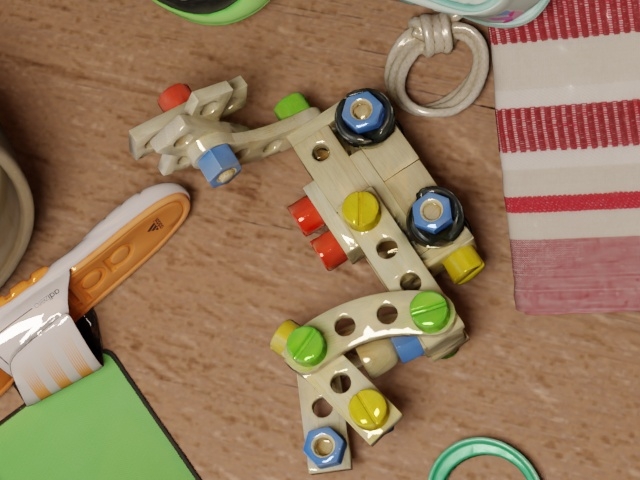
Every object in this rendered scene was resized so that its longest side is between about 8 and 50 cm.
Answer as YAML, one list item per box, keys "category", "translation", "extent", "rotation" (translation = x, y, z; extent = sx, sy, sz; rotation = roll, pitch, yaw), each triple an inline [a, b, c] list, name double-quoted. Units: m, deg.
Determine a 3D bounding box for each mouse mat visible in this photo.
- category: "mouse mat"
  translation: [-0.184, 0.202, 1.357]
  extent: [0.152, 0.007, 0.190]
  rotation: [-36, 74, -1]

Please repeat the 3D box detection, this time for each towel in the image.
- category: "towel"
  translation: [0.243, -0.109, 1.235]
  extent: [0.237, 0.037, 0.329]
  rotation: [-2, 99, 25]

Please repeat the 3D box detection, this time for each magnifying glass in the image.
- category: "magnifying glass"
  translation: [0.160, 0.259, 1.285]
  extent: [0.092, 0.026, 0.231]
  rotation: [-29, 76, 1]

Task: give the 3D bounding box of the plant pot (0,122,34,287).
- category: "plant pot"
  translation: [-0.425, -0.090, 1.325]
  extent: [0.323, 0.323, 0.280]
  rotation: [-28, 59, 1]

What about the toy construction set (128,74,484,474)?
- category: "toy construction set"
  translation: [0.000, 0.000, 1.312]
  extent: [0.215, 0.151, 0.328]
  rotation: [-33, 86, 0]

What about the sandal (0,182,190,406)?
- category: "sandal"
  translation: [-0.194, 0.061, 1.338]
  extent: [0.265, 0.102, 0.076]
  rotation: [-42, 66, -4]

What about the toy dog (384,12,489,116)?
- category: "toy dog"
  translation: [0.156, -0.263, 1.330]
  extent: [0.333, 0.161, 0.220]
  rotation: [-27, 75, 2]

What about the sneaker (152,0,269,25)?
- category: "sneaker"
  translation: [-0.242, -0.344, 1.385]
  extent: [0.482, 0.202, 0.185]
  rotation: [21, 81, 12]

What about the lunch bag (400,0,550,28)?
- category: "lunch bag"
  translation: [0.065, -0.284, 1.217]
  extent: [0.279, 0.108, 0.224]
  rotation: [27, 106, 27]
